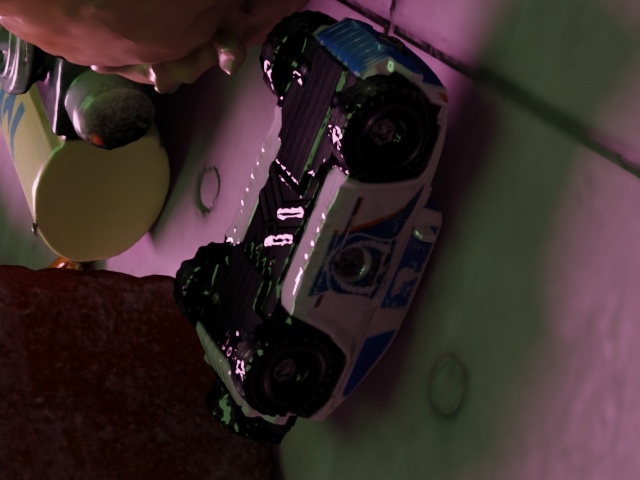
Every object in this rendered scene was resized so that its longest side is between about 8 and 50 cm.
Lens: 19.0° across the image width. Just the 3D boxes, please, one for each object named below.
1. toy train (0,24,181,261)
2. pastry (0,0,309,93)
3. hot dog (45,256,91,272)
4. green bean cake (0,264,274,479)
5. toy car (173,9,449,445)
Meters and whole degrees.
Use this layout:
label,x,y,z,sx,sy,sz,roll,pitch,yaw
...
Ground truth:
label,x,y,z,sx,sy,sz,roll,pitch,yaw
toy train,-0.137,-0.106,0.979,0.253,0.105,0.157,-117,31,-43
pastry,-0.065,-0.178,0.800,0.237,0.170,0.256,-47,33,-2
hot dog,-0.146,0.031,1.025,0.083,0.021,0.037,-44,47,45
green bean cake,-0.091,0.081,0.812,0.056,0.135,0.136,-45,47,47
toy car,0.000,0.000,0.739,0.080,0.070,0.171,47,122,52
